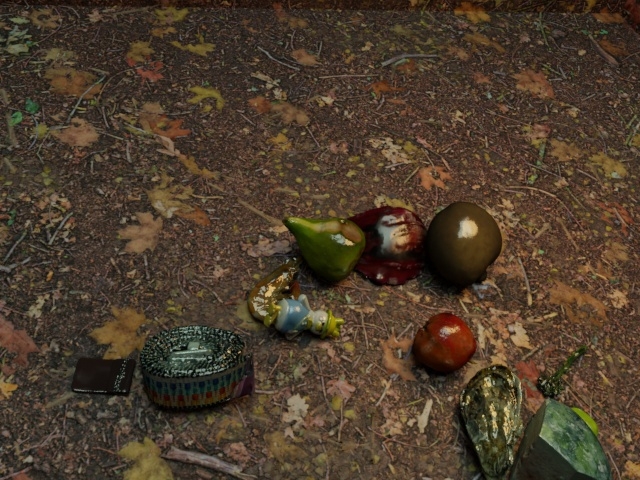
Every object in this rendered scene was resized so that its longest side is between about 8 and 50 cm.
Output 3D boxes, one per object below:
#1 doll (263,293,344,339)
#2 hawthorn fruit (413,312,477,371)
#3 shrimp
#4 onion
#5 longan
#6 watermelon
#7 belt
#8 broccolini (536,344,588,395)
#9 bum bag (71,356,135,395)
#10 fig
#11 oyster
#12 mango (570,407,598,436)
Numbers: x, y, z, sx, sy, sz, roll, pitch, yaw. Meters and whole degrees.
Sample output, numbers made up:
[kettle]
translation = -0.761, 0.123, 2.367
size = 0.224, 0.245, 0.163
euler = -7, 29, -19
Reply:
[doll]
translation = -0.048, 0.237, 1.956
size = 0.241, 0.099, 0.135
euler = 14, 75, -15
[hawthorn fruit]
translation = 0.386, 0.319, 1.957
size = 0.200, 0.179, 0.179
euler = 40, 52, -5
[shrimp]
translation = -0.111, 0.152, 2.056
size = 0.152, 0.063, 0.287
euler = 35, 56, 15
[onion]
translation = 0.248, 0.004, 2.199
size = 0.315, 0.146, 0.279
euler = 1, 55, -16
[longan]
translation = 0.479, 0.012, 2.174
size = 0.243, 0.300, 0.300
euler = -3, 35, 43
[watermelon]
translation = 0.632, 0.603, 1.761
size = 0.387, 0.258, 0.228
euler = 46, 24, -29
[belt]
translation = -0.340, 0.352, 1.790
size = 0.295, 0.160, 0.206
euler = -6, 35, -17
[broccolini]
translation = 0.769, 0.398, 2.034
size = 0.254, 0.058, 0.071
euler = -34, 107, -29
[bum bag]
translation = -0.600, 0.373, 1.801
size = 0.160, 0.026, 0.109
euler = 4, 51, -7
[fig]
translation = 0.000, 0.000, 2.098
size = 0.275, 0.206, 0.206
euler = 27, 51, 1
[oyster]
translation = 0.487, 0.517, 1.835
size = 0.158, 0.162, 0.350
euler = 27, 53, -29
[mango]
translation = 0.769, 0.538, 1.918
size = 0.074, 0.056, 0.108
euler = -7, 40, -21
